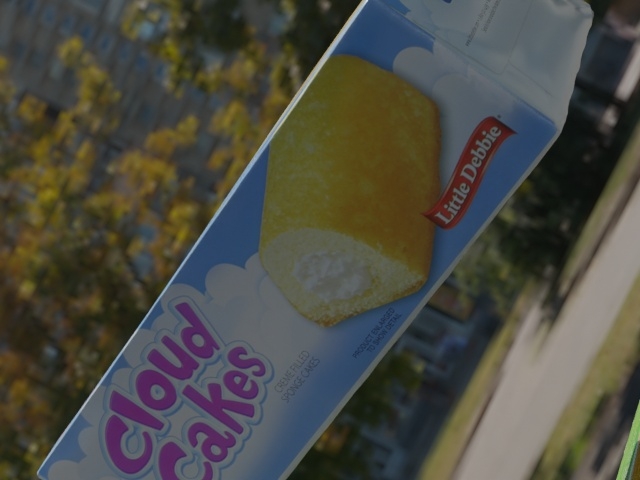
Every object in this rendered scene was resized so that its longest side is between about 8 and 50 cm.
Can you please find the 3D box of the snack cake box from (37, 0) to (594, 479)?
[{"bbox_3d":[0.000,0.000,0.752,0.264,0.089,0.152,-54,4,27],"label":"snack cake box"}]

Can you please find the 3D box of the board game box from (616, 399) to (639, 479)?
[{"bbox_3d":[0.137,0.135,0.770,0.259,0.039,0.124,-47,-29,-63],"label":"board game box"}]
